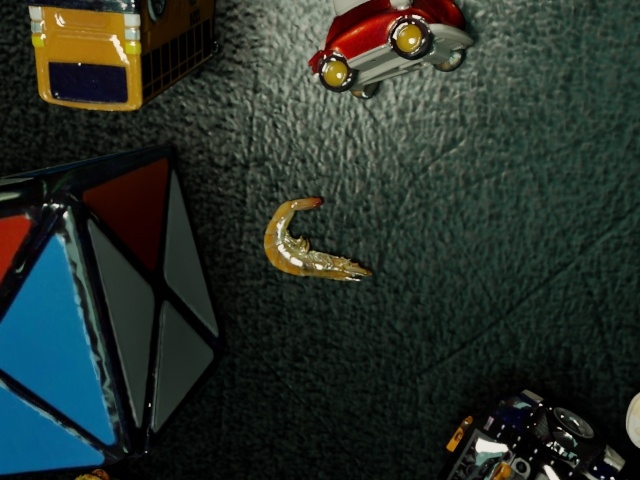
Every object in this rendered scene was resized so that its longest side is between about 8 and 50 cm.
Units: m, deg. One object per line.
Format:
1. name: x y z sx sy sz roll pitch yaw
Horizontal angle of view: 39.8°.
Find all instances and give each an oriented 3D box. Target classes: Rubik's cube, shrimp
1. Rubik's cube: -0.257 0.058 0.822 0.247 0.250 0.248 -8 101 13
2. shrimp: 0.000 0.000 0.870 0.114 0.023 0.083 16 105 11

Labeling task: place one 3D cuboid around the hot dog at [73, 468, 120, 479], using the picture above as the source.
1. hot dog: -0.230 0.301 0.981 0.078 0.061 0.168 11 133 16

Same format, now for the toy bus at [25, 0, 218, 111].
1. toy bus: -0.159 -0.184 0.763 0.098 0.201 0.114 7 115 9

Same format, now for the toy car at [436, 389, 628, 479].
1. toy car: 0.248 0.268 0.817 0.301 0.118 0.193 36 111 25

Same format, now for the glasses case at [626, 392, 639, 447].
1. glasses case: 0.373 0.180 0.832 0.164 0.041 0.063 10 108 9

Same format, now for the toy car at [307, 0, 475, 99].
1. toy car: 0.053 -0.193 0.769 0.139 0.112 0.112 -17 87 25
